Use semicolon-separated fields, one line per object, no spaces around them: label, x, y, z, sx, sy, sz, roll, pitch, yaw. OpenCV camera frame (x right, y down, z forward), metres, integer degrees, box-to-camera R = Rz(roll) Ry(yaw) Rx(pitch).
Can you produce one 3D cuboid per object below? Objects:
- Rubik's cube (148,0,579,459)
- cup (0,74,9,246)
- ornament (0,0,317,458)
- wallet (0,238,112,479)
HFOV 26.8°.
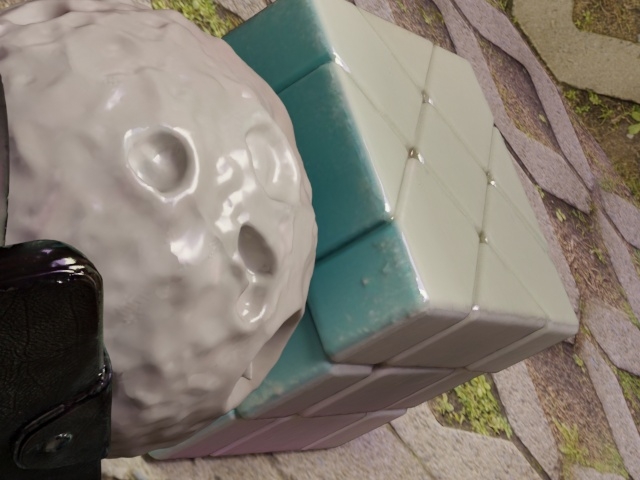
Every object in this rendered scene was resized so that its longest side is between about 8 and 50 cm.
Rubik's cube;0.000;0.000;1.257;0.319;0.316;0.321;10;56;-56
cup;-0.323;-0.038;0.722;0.203;0.288;0.203;180;-90;-86
ornament;-0.160;-0.001;0.956;0.337;0.337;0.337;40;33;-33
wallet;-0.206;0.113;0.778;0.172;0.318;0.045;-11;54;-16
